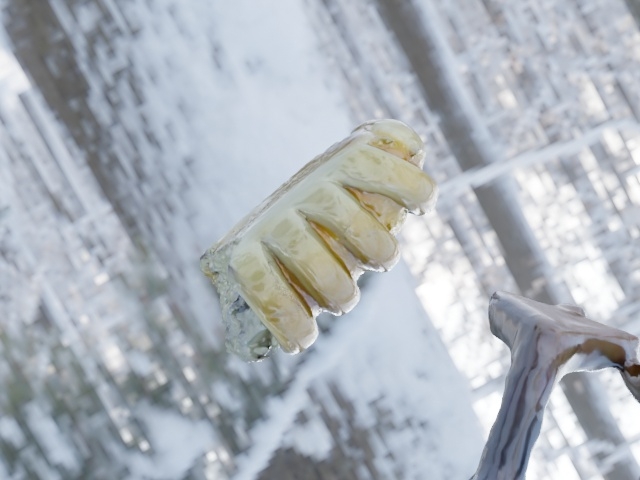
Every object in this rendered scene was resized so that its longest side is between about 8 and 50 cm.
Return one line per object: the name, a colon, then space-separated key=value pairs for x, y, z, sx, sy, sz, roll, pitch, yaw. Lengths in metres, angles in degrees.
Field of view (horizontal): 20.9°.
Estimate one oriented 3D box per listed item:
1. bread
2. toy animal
bread: x=0.000 y=0.000 z=1.065 sx=0.177 sy=0.084 sz=0.119 roll=-44 pitch=-172 yaw=-5
toy animal: x=0.082 y=0.122 z=0.596 sx=0.122 sy=0.185 sz=0.298 roll=19 pitch=-172 yaw=15
